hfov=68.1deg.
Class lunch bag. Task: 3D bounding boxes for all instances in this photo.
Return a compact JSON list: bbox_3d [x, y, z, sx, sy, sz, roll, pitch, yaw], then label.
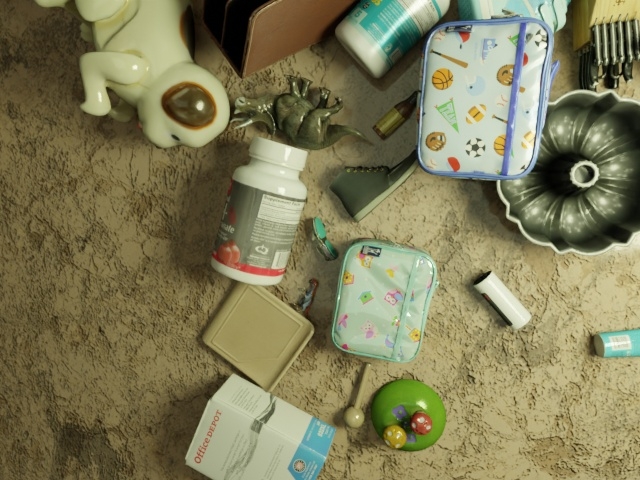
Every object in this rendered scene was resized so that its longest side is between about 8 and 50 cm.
[{"bbox_3d":[0.310,-0.268,0.896,0.244,0.115,0.302,8,104,19],"label":"lunch bag"},{"bbox_3d":[0.150,0.133,1.101,0.224,0.108,0.278,12,99,10],"label":"lunch bag"}]

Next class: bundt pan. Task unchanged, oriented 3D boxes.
[{"bbox_3d":[0.528,-0.136,0.986,0.332,0.124,0.330,1,96,11],"label":"bundt pan"}]

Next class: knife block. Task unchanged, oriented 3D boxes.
[{"bbox_3d":[0.573,-0.443,0.973,0.088,0.242,0.275,-3,51,11],"label":"knife block"}]

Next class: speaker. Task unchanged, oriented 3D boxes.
[{"bbox_3d":[0.411,0.134,1.076,0.055,0.055,0.136,-41,88,13],"label":"speaker"}]

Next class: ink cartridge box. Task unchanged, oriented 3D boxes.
[{"bbox_3d":[-0.150,0.515,1.188,0.308,0.129,0.223,26,108,7],"label":"ink cartridge box"}]

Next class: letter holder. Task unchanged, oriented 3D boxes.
[{"bbox_3d":[-0.065,-0.499,0.952,0.302,0.214,0.152,-34,88,-21],"label":"letter holder"}]

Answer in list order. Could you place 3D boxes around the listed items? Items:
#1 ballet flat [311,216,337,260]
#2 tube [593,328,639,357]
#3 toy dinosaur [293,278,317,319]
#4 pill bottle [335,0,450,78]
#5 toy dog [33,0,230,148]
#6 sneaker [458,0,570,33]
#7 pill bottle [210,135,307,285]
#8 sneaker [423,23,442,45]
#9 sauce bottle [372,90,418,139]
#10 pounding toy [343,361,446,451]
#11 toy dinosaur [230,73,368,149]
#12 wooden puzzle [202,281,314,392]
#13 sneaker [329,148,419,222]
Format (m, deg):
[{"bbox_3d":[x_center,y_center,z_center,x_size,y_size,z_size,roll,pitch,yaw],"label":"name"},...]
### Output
[{"bbox_3d":[0.000,0.000,1.154,0.041,0.041,0.114,-27,90,13],"label":"ballet flat"},{"bbox_3d":[0.714,0.221,1.031,0.207,0.052,0.080,-5,100,7],"label":"tube"},{"bbox_3d":[-0.031,0.139,1.186,0.082,0.047,0.090,-42,122,3],"label":"toy dinosaur"},{"bbox_3d":[0.169,-0.488,1.007,0.264,0.146,0.146,-43,87,12],"label":"pill bottle"},{"bbox_3d":[-0.364,-0.401,1.089,0.396,0.284,0.407,-27,92,-7],"label":"toy dog"},{"bbox_3d":[0.424,-0.392,0.982,0.209,0.127,0.318,-17,105,2],"label":"sneaker"},{"bbox_3d":[-0.133,-0.070,1.101,0.177,0.176,0.318,18,99,9],"label":"pill bottle"},{"bbox_3d":[0.273,-0.331,1.024,0.101,0.108,0.271,-4,94,13],"label":"sneaker"},{"bbox_3d":[0.178,-0.287,1.082,0.128,0.042,0.042,-40,88,11],"label":"sauce bottle"},{"bbox_3d":[0.182,0.425,1.128,0.237,0.110,0.182,22,100,8],"label":"pounding toy"},{"bbox_3d":[-0.036,-0.283,1.105,0.314,0.121,0.160,26,113,3],"label":"toy dinosaur"},{"bbox_3d":[-0.161,0.235,1.214,0.239,0.044,0.220,37,103,10],"label":"wooden puzzle"},{"bbox_3d":[0.126,-0.154,1.086,0.222,0.083,0.118,-42,87,14],"label":"sneaker"}]
